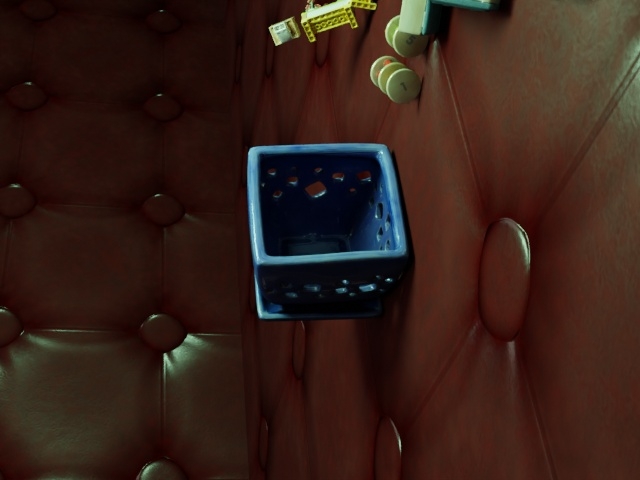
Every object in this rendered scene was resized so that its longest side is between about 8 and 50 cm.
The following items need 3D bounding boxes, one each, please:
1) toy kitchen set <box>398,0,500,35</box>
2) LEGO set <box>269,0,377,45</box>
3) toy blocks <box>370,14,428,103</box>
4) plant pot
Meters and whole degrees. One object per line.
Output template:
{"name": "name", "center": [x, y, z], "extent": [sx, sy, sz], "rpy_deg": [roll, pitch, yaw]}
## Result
{"name": "toy kitchen set", "center": [0.166, -0.313, 1.193], "extent": [0.207, 0.166, 0.122], "rpy_deg": [-30, -49, -61]}
{"name": "LEGO set", "center": [0.028, -0.456, 1.656], "extent": [0.287, 0.132, 0.107], "rpy_deg": [-45, 33, 38]}
{"name": "toy blocks", "center": [0.114, -0.286, 1.421], "extent": [0.148, 0.054, 0.123], "rpy_deg": [-116, 31, -65]}
{"name": "plant pot", "center": [0.000, 0.000, 1.488], "extent": [0.212, 0.236, 0.236], "rpy_deg": [98, 167, -52]}
